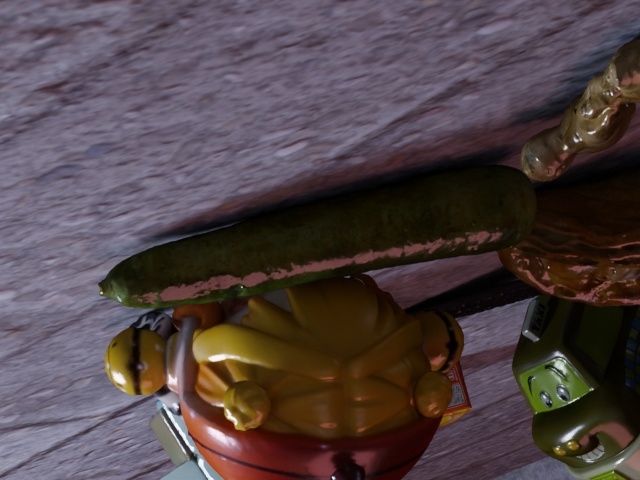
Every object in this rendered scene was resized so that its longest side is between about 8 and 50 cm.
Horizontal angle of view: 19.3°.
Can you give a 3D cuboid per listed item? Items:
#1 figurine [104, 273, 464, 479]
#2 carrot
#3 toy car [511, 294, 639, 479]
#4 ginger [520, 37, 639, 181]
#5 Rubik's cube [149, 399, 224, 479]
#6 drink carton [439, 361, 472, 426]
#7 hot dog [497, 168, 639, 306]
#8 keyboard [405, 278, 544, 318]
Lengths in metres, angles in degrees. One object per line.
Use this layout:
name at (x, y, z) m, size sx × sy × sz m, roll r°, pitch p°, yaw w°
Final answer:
figurine at (-0.019, 0.125, 1.591) m, size 0.320 × 0.196 × 0.323 m, roll -4°, pitch -178°, yaw -17°
carrot at (0.000, 0.000, 1.485) m, size 0.358 × 0.074 × 0.074 m, roll -11°, pitch 165°, yaw -13°
toy car at (0.311, 0.142, 2.159) m, size 0.198 × 0.248 × 0.204 m, roll 32°, pitch 146°, yaw -20°
ginger at (0.222, -0.108, 1.368) m, size 0.193 × 0.053 × 0.176 m, roll -28°, pitch 165°, yaw 10°
Rubik's cube at (-0.060, 0.223, 1.902) m, size 0.224 × 0.265 × 0.213 m, roll -27°, pitch 180°, yaw 26°
drink carton at (0.078, 0.223, 2.453) m, size 0.222 × 0.071 × 0.096 m, roll -13°, pitch 166°, yaw -15°
hot dog at (0.289, -0.009, 1.701) m, size 0.259 × 0.114 × 0.175 m, roll -18°, pitch 166°, yaw 1°
keyboard at (0.255, 0.034, 1.983) m, size 0.381 × 0.041 × 0.103 m, roll -25°, pitch 165°, yaw 28°
